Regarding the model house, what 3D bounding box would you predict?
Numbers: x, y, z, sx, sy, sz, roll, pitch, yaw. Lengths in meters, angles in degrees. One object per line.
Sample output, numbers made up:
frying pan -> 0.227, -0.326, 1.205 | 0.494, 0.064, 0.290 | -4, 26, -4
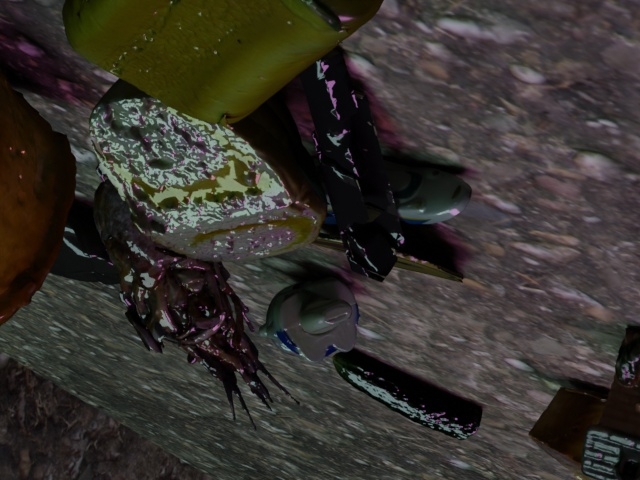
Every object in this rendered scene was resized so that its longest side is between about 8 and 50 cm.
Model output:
model house -> 0.354, 0.202, 1.559 | 0.183, 0.172, 0.166 | 18, 164, 24

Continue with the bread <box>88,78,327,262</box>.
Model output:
bread -> -0.086, -0.081, 1.358 | 0.158, 0.156, 0.261 | -13, 166, 15

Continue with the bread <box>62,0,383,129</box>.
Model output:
bread -> -0.067, -0.175, 1.073 | 0.166, 0.112, 0.383 | 30, 166, -11

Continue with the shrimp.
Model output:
shrimp -> -0.147, 0.071, 1.849 | 0.343, 0.116, 0.145 | 54, 148, -4

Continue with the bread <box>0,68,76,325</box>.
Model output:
bread -> -0.442, -0.057, 1.579 | 0.398, 0.398, 0.215 | 18, 156, 21

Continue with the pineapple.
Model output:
pineapple -> 0.334, 0.243, 1.826 | 0.186, 0.114, 0.236 | 37, 161, -4

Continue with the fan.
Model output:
fan -> 0.000, -0.001, 1.584 | 0.335, 0.011, 0.229 | 15, 177, -25

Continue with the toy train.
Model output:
toy train -> 0.044, -0.046, 1.441 | 0.051, 0.052, 0.234 | 39, 159, -29

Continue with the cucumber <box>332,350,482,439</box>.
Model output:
cucumber -> 0.111, 0.204, 2.151 | 0.215, 0.052, 0.058 | 25, 144, 0

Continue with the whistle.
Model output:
whistle -> -0.008, 0.092, 1.865 | 0.110, 0.092, 0.244 | -18, -179, -15

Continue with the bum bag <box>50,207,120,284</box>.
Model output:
bum bag -> -0.347, -0.006, 2.116 | 0.326, 0.079, 0.142 | 15, 155, 41

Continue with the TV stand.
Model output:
TV stand -> 0.026, -0.065, 1.333 | 0.036, 0.042, 0.249 | 22, 147, 33
